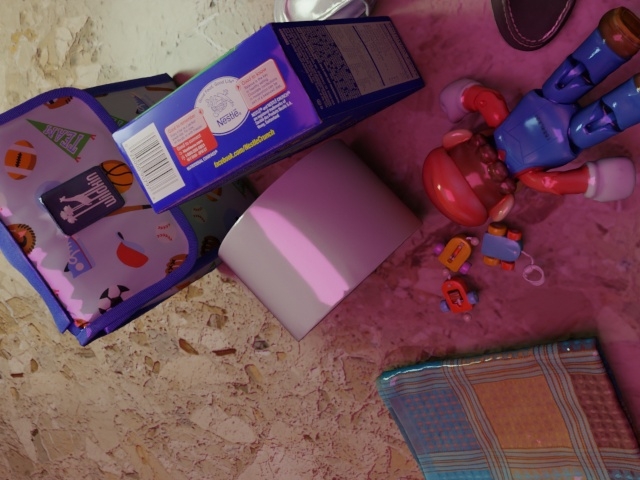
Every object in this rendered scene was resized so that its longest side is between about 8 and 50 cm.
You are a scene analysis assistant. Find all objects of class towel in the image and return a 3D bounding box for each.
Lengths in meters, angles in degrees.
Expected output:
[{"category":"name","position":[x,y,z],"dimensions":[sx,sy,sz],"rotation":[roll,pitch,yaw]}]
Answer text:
[{"category":"towel","position":[0.280,0.294,0.959],"dimensions":[0.370,0.040,0.271],"rotation":[-20,99,40]}]

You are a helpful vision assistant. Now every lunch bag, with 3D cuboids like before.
[{"category":"lunch bag","position":[-0.301,-0.056,0.958],"dimensions":[0.239,0.385,0.327],"rotation":[-37,88,35]}]

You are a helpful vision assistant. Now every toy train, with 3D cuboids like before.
[{"category":"toy train","position":[0.232,0.039,0.904],"dimensions":[0.166,0.046,0.125],"rotation":[-28,96,38]}]

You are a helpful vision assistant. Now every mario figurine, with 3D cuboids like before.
[{"category":"mario figurine","position":[0.261,-0.131,0.772],"dimensions":[0.170,0.198,0.320],"rotation":[22,142,-31]}]

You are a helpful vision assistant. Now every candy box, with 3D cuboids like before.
[{"category":"candy box","position":[-0.051,-0.170,0.811],"dimensions":[0.268,0.317,0.122],"rotation":[-23,96,33]}]

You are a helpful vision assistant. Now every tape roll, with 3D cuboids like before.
[{"category":"tape roll","position":[0.000,0.000,0.896],"dimensions":[0.169,0.246,0.246],"rotation":[46,124,5]}]

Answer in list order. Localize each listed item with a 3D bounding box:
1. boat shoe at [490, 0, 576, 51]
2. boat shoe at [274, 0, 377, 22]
[{"category":"boat shoe","position":[0.254,-0.366,0.672],"dimensions":[0.112,0.095,0.335],"rotation":[6,118,1]},{"category":"boat shoe","position":[0.050,-0.367,0.770],"dimensions":[0.367,0.156,0.135],"rotation":[-31,92,34]}]
